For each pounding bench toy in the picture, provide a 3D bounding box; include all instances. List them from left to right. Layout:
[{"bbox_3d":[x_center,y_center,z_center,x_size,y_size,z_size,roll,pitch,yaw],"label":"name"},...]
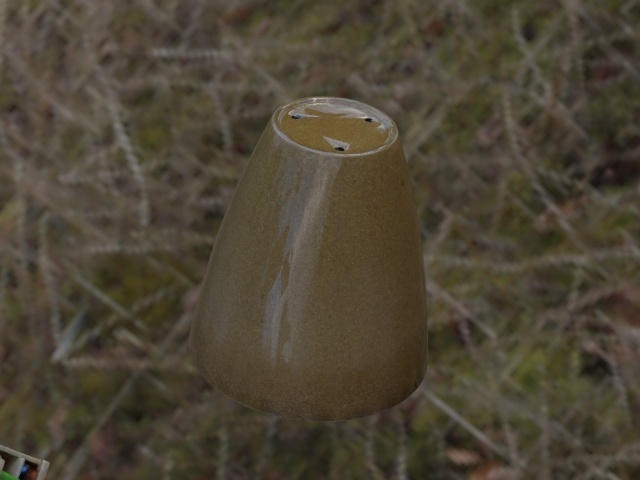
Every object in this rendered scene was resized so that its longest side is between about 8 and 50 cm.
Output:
[{"bbox_3d":[-0.242,0.186,1.427,0.083,0.065,0.052,-7,61,60],"label":"pounding bench toy"}]

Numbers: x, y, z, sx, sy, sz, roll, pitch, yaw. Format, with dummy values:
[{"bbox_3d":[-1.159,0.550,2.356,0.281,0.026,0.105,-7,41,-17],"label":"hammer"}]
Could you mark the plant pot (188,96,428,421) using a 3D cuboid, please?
[{"bbox_3d":[0.000,0.000,1.764,0.237,0.237,0.254,-105,18,-58],"label":"plant pot"}]
